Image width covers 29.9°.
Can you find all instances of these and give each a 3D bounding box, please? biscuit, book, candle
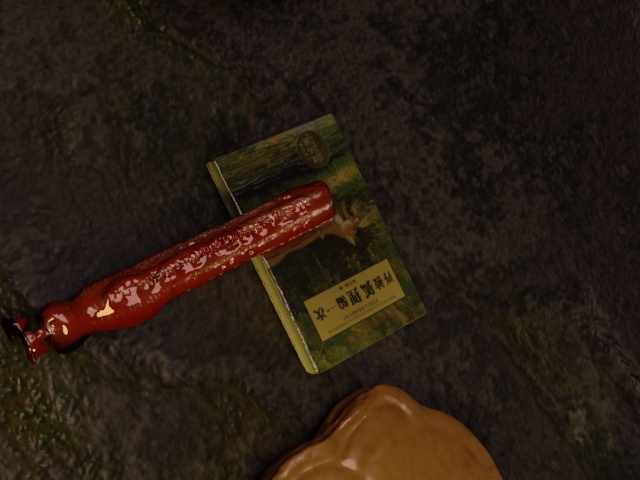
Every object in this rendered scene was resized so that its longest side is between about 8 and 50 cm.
[{"bbox_3d":[0.058,0.315,1.099,0.351,0.057,0.312,-34,93,-35],"label":"biscuit"},{"bbox_3d":[0.000,0.000,1.181,0.160,0.024,0.228,-25,88,-36],"label":"book"},{"bbox_3d":[-0.120,0.025,1.067,0.329,0.048,0.051,-26,115,-28],"label":"candle"}]
